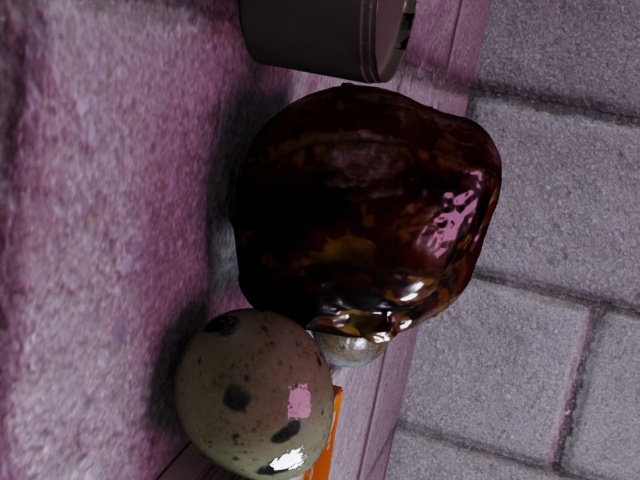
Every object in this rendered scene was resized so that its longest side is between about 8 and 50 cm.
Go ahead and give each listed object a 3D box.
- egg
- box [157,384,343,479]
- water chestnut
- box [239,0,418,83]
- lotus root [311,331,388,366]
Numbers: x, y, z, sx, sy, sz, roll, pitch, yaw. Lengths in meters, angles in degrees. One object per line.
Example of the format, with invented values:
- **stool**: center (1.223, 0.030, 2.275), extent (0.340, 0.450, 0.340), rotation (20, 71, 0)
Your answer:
- **egg**: center (-0.070, 0.182, 0.956), extent (0.177, 0.177, 0.228), rotation (-61, 139, -46)
- **box**: center (-0.091, 0.345, 1.131), extent (0.341, 0.144, 0.224), rotation (-42, 143, -64)
- **water chestnut**: center (0.054, -0.061, 1.015), extent (0.335, 0.336, 0.346), rotation (81, 13, -57)
- **box**: center (0.022, -0.298, 0.944), extent (0.226, 0.150, 0.226), rotation (13, 90, -76)
- **lotus root**: center (0.051, 0.159, 1.542), extent (0.322, 0.140, 0.158), rotation (84, -1, -68)
